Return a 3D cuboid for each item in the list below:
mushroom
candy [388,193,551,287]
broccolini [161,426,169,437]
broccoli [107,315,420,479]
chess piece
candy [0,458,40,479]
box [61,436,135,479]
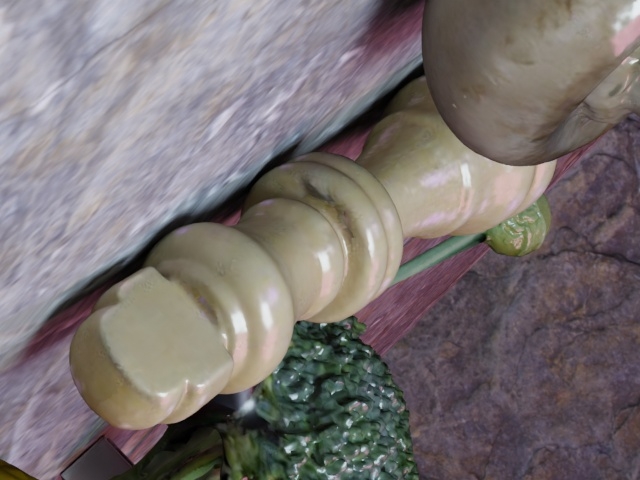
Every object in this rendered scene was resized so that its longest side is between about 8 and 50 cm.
[{"bbox_3d":[0.161,-0.123,0.962,0.226,0.178,0.226,-43,174,-6],"label":"mushroom"},{"bbox_3d":[0.138,0.012,2.057,0.335,0.092,0.093,-28,121,-40],"label":"candy"},{"bbox_3d":[-0.136,0.182,1.648,0.239,0.051,0.054,-46,-143,32],"label":"broccolini"},{"bbox_3d":[-0.059,0.147,1.359,0.243,0.263,0.247,-34,143,16],"label":"broccoli"},{"bbox_3d":[0.000,0.000,1.082,0.397,0.117,0.117,-33,167,-49],"label":"chess piece"},{"bbox_3d":[-0.233,0.232,1.010,0.260,0.118,0.260,-38,160,-16],"label":"candy"},{"bbox_3d":[-0.146,0.228,1.491,0.051,0.130,0.129,-43,173,-13],"label":"box"}]
